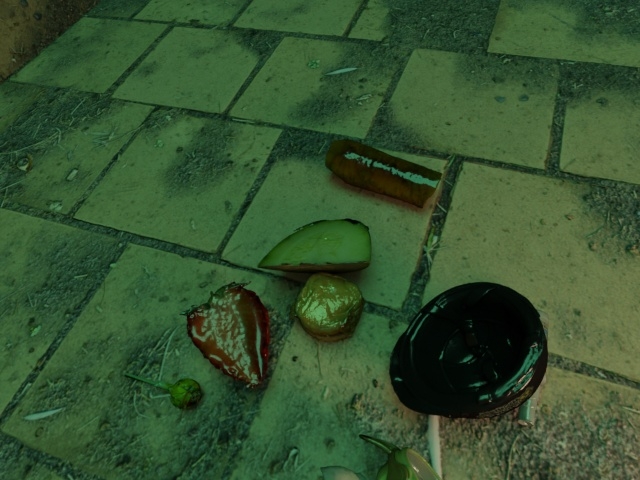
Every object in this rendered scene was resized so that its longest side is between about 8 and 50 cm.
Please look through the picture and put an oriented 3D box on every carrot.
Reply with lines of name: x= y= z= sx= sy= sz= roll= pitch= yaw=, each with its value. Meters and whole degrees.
carrot: x=0.157 y=-0.174 z=1.086 sx=0.301 sy=0.114 sz=0.114 roll=24 pitch=62 yaw=18

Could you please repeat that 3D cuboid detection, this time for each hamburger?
hamburger: x=0.015 y=0.143 z=0.902 sx=0.147 sy=0.083 sz=0.138 roll=18 pitch=56 yaw=18

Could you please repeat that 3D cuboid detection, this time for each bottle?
bottle: x=0.396 y=0.237 z=0.797 sx=0.060 sy=0.060 sz=0.217 roll=12 pitch=59 yaw=16

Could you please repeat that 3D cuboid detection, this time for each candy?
candy: x=-0.331 y=0.300 z=0.869 sx=0.193 sy=0.058 sz=0.062 roll=6 pitch=16 yaw=22

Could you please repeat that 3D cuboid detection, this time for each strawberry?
strawberry: x=-0.164 y=0.195 z=0.883 sx=0.228 sy=0.098 sz=0.174 roll=38 pitch=69 yaw=25

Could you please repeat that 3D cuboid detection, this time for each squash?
squash: x=0.000 y=0.000 z=0.961 sx=0.236 sy=0.204 sz=0.155 roll=0 pitch=78 yaw=9

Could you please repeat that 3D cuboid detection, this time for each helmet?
helmet: x=0.277 y=0.217 z=0.760 sx=0.278 sy=0.160 sz=0.231 roll=-39 pitch=36 yaw=14

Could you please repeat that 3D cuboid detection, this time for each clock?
clock: x=0.152 y=0.401 z=0.659 sx=0.069 sy=0.170 sz=0.232 roll=-42 pitch=51 yaw=4

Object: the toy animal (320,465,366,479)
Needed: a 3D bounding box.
toy animal: x=0.044 y=0.520 z=0.570 sx=0.241 sy=0.196 sz=0.368 roll=2 pitch=58 yaw=12
